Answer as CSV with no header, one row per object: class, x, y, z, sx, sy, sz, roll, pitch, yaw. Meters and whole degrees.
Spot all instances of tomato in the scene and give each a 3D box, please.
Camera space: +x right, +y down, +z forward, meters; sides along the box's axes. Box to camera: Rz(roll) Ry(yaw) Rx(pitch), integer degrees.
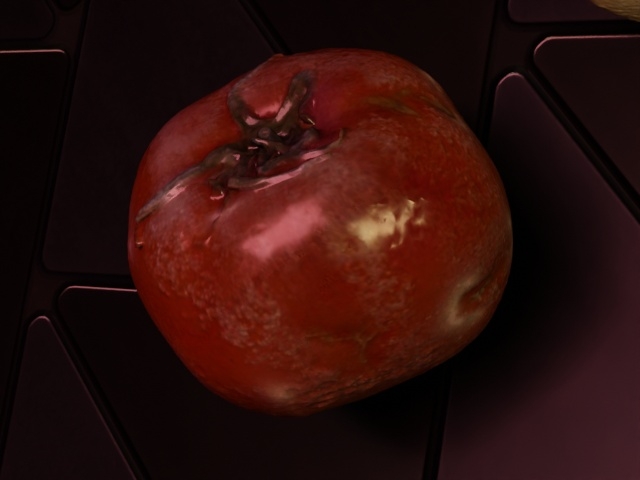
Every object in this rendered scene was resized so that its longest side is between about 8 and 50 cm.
tomato,-0.001,-0.002,1.178,0.232,0.188,0.232,-15,38,13

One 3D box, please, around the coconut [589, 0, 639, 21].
coconut,0.214,-0.258,1.084,0.237,0.237,0.266,-6,80,33
